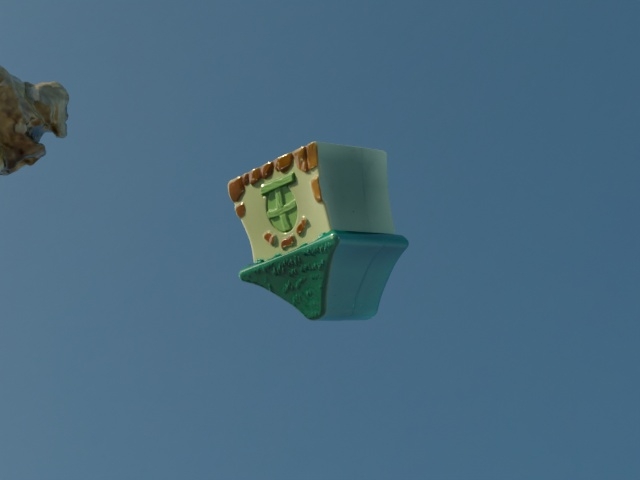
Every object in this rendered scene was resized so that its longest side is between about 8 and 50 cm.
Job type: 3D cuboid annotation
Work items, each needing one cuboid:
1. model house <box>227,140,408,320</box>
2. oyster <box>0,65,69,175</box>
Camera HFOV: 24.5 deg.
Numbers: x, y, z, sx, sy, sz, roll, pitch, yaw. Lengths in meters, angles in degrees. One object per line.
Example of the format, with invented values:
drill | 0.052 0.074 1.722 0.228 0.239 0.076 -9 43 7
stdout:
model house | 0.000 0.000 1.319 0.127 0.100 0.149 -23 -106 41
oyster | -0.380 -0.130 1.188 0.354 0.201 0.107 -2 -45 -24
